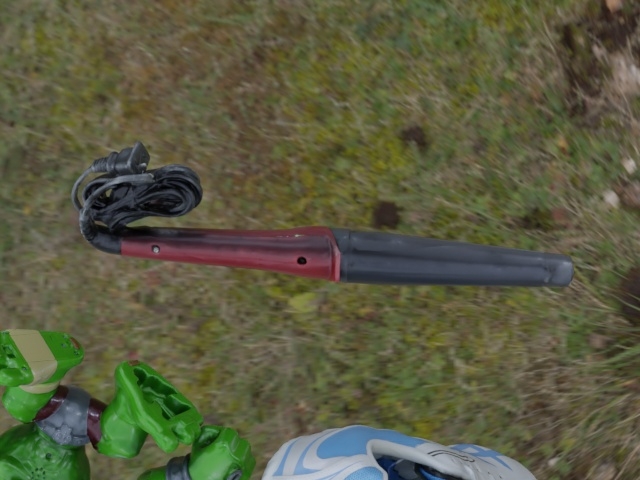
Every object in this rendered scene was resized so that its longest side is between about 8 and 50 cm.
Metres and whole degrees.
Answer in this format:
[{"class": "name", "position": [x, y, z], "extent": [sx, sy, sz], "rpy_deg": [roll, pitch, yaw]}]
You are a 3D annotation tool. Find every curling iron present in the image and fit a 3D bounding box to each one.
[{"class": "curling iron", "position": [0.000, 0.000, 0.831], "extent": [0.274, 0.068, 0.035], "rpy_deg": [11, 50, -1]}]

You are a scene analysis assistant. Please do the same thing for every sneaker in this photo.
[{"class": "sneaker", "position": [0.064, 0.151, 0.861], "extent": [0.086, 0.237, 0.085], "rpy_deg": [8, 85, 39]}]

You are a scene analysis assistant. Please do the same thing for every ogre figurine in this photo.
[{"class": "ogre figurine", "position": [-0.146, 0.114, 0.877], "extent": [0.197, 0.097, 0.118], "rpy_deg": [17, 122, -23]}]
